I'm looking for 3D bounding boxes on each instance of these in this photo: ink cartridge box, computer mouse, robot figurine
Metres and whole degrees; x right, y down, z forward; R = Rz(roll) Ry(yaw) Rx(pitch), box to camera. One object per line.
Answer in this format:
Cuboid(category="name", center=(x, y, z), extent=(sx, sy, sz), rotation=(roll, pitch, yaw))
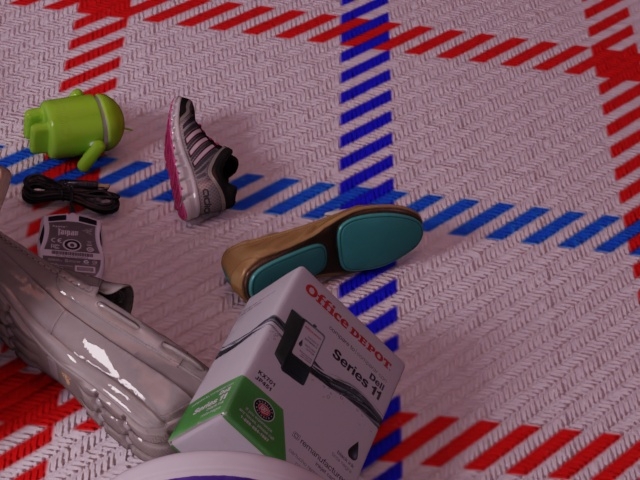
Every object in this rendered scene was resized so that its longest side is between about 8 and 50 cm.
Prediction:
Cuboid(category="ink cartridge box", center=(-0.025, 0.148, 1.443), extent=(0.153, 0.087, 0.208), rotation=(44, 41, -15))
Cuboid(category="computer mouse", center=(-0.263, 0.000, 1.635), extent=(0.106, 0.042, 0.193), rotation=(7, 37, -11))
Cuboid(category="robot figurine", center=(-0.271, -0.128, 1.748), extent=(0.115, 0.067, 0.101), rotation=(-11, 48, -22))

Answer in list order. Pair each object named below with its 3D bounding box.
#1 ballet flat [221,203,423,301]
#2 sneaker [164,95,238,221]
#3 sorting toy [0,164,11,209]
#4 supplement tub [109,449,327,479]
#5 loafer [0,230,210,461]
Cuboid(category="ballet flat", center=(0.000, 0.000, 1.664), extent=(0.232, 0.080, 0.073), rotation=(-16, 34, -28))
Cuboid(category="sneaker", center=(-0.131, -0.092, 1.744), extent=(0.074, 0.063, 0.170), rotation=(-3, 49, -14))
Cuboid(category="sorting toy", center=(-0.426, 0.015, 1.454), extent=(0.255, 0.257, 0.089), rotation=(21, 2, 15))
Cuboid(category="supplement tub", center=(-0.076, 0.342, 1.104), extent=(0.241, 0.241, 0.331), rotation=(7, 42, -5))
Cuboid(category="loafer", center=(-0.226, 0.081, 1.500), extent=(0.319, 0.112, 0.111), rotation=(40, 61, 16))
